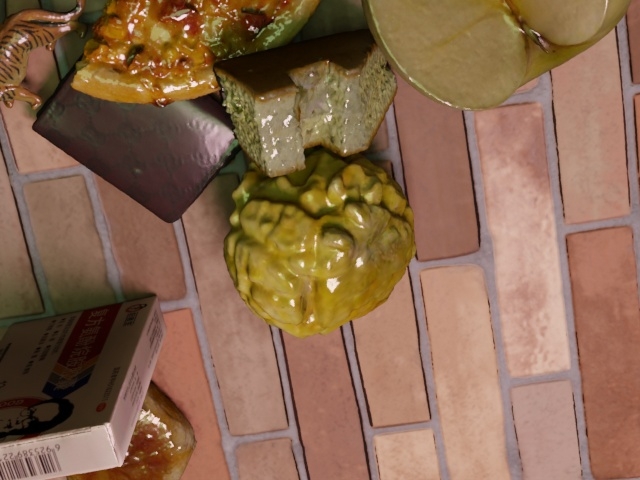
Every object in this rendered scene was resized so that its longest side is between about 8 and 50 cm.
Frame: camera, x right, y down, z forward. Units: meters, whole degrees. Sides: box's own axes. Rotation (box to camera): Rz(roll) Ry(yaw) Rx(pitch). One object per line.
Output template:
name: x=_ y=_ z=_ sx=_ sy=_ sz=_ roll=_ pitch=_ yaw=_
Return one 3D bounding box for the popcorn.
popcorn: x=-0.007 y=-0.006 z=1.414 sx=0.225 sy=0.249 sz=0.249 roll=35 pitch=111 yaw=26

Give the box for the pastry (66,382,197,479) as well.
pastry: x=-0.274 y=0.278 z=1.592 sx=0.182 sy=0.093 sz=0.192 roll=-29 pitch=106 yaw=9

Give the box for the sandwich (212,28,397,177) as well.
sandwich: x=0.006 y=-0.174 z=1.355 sx=0.236 sy=0.128 sz=0.122 roll=-20 pitch=128 yaw=-20

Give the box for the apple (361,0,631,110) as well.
apple: x=0.199 y=-0.302 z=1.292 sx=0.295 sy=0.233 sz=0.257 roll=-35 pitch=86 yaw=24

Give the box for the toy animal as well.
toy animal: x=-0.375 y=-0.214 z=1.405 sx=0.241 sy=0.099 sz=0.057 roll=-47 pitch=59 yaw=18

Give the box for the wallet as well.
wallet: x=-0.225 y=-0.145 z=1.459 sx=0.229 sy=0.049 sz=0.182 roll=38 pitch=106 yaw=-13

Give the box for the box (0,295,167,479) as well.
box: x=-0.322 y=0.181 z=1.418 sx=0.214 sy=0.353 sz=0.069 roll=-11 pitch=112 yaw=5

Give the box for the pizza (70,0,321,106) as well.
pizza: x=-0.157 y=-0.284 z=1.359 sx=0.336 sy=0.086 sz=0.226 roll=-23 pitch=108 yaw=-1

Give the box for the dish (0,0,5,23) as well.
dish: x=-0.526 y=-0.287 z=1.376 sx=0.303 sy=0.120 sz=0.303 roll=1 pitch=110 yaw=2
